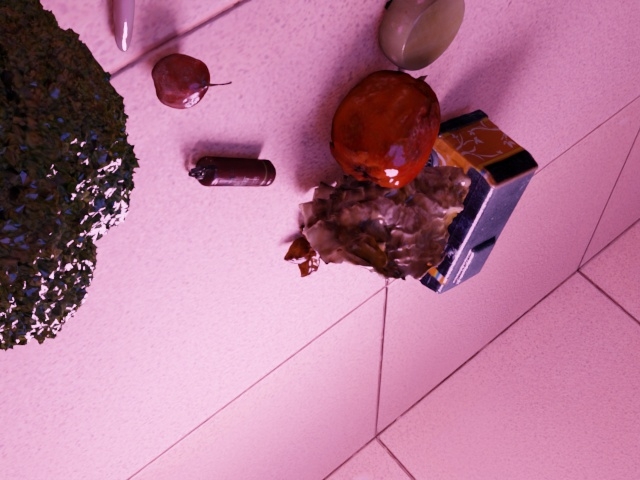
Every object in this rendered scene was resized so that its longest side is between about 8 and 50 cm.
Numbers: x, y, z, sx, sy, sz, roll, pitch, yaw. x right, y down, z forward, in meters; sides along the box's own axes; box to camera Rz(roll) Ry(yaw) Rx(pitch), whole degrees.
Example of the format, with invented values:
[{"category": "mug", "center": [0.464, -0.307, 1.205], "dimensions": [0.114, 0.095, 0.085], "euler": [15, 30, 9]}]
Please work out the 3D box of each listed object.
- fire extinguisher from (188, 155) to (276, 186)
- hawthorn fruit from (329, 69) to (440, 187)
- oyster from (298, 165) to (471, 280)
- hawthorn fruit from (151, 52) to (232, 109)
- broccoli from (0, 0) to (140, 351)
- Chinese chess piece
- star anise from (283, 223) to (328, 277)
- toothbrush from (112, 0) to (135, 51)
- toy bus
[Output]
[{"category": "fire extinguisher", "center": [-0.130, -0.097, 1.173], "dimensions": [0.064, 0.043, 0.158], "euler": [-10, 176, 37]}, {"category": "hawthorn fruit", "center": [0.096, -0.173, 1.278], "dimensions": [0.173, 0.173, 0.179], "euler": [-7, 107, -52]}, {"category": "oyster", "center": [0.113, -0.046, 1.371], "dimensions": [0.351, 0.238, 0.115], "euler": [-21, 146, -30]}, {"category": "hawthorn fruit", "center": [-0.147, -0.181, 0.960], "dimensions": [0.067, 0.103, 0.067], "euler": [-42, 141, -45]}, {"category": "broccoli", "center": [-0.335, -0.057, 0.668], "dimensions": [0.414, 0.321, 0.310], "euler": [-67, 159, 6]}, {"category": "Chinese chess piece", "center": [0.150, -0.323, 1.231], "dimensions": [0.144, 0.058, 0.144], "euler": [-36, 154, -21]}, {"category": "star anise", "center": [0.000, 0.000, 1.488], "dimensions": [0.167, 0.057, 0.168], "euler": [-26, 151, -15]}, {"category": "toothbrush", "center": [-0.187, -0.308, 0.797], "dimensions": [0.025, 0.029, 0.307], "euler": [-35, 153, -35]}, {"category": "toy bus", "center": [0.264, -0.067, 1.610], "dimensions": [0.161, 0.194, 0.324], "euler": [-24, 147, -38]}]
